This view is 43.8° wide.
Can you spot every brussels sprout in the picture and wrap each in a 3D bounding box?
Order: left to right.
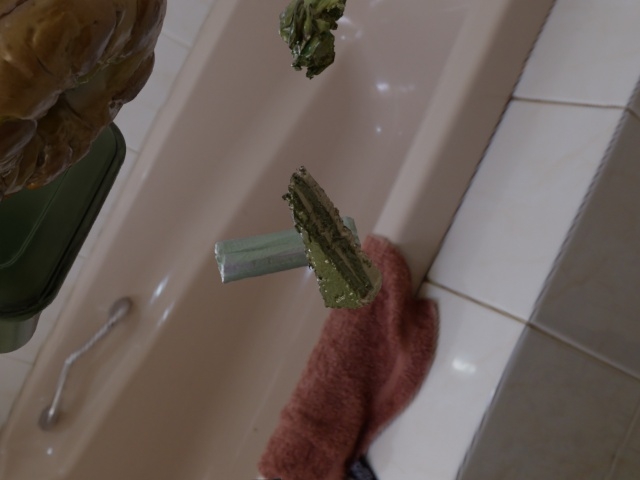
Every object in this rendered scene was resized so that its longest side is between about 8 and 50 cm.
[{"bbox_3d":[-0.012,-0.191,0.732,0.085,0.058,0.085,13,-90,-90],"label":"brussels sprout"}]

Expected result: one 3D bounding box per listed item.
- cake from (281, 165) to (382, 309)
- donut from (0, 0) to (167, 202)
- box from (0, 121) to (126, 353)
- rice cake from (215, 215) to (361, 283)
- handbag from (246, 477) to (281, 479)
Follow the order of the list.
[{"bbox_3d":[0.000,0.000,0.727,0.055,0.140,0.051,-16,27,40],"label":"cake"},{"bbox_3d":[-0.208,-0.121,0.560,0.226,0.114,0.226,-49,0,0],"label":"donut"},{"bbox_3d":[-0.387,-0.046,0.783,0.178,0.328,0.253,126,165,-55],"label":"box"},{"bbox_3d":[-0.051,0.016,1.208,0.221,0.042,0.080,-11,38,-1],"label":"rice cake"},{"bbox_3d":[-0.045,0.390,0.982,0.260,0.162,0.113,35,99,39],"label":"handbag"}]
